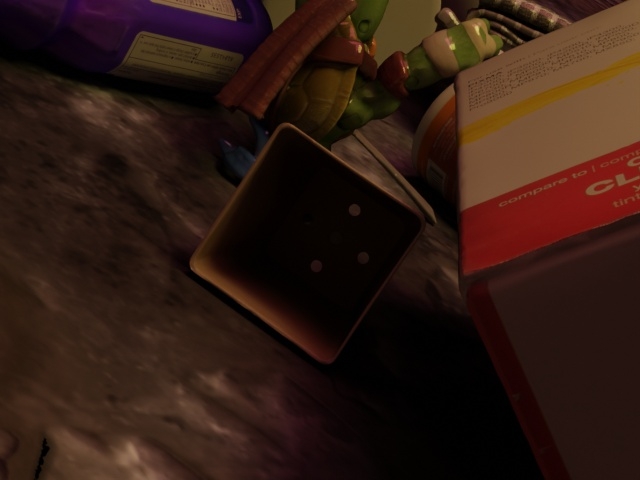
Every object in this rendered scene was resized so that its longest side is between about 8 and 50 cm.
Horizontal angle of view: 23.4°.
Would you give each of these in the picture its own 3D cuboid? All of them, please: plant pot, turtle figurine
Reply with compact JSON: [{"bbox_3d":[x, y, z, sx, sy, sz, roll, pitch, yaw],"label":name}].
[{"bbox_3d":[0.000,0.000,0.975,0.109,0.109,0.096,35,8,7],"label":"plant pot"},{"bbox_3d":[0.053,-0.146,1.182,0.274,0.266,0.198,2,-6,-7],"label":"turtle figurine"}]

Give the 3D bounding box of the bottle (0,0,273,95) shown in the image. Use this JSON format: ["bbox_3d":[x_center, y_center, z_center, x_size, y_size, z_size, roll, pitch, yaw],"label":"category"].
[{"bbox_3d":[-0.163,-0.176,1.143,0.283,0.092,0.118,5,33,-51],"label":"bottle"}]

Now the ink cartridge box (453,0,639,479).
[{"bbox_3d":[0.200,0.040,0.908,0.385,0.160,0.279,-80,145,-68],"label":"ink cartridge box"}]

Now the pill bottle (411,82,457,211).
[{"bbox_3d":[0.187,-0.040,1.294,0.216,0.121,0.121,45,24,30],"label":"pill bottle"}]

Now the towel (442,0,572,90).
[{"bbox_3d":[0.242,-0.155,1.519,0.235,0.121,0.283,28,1,3],"label":"towel"}]

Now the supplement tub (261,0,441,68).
[{"bbox_3d":[-0.018,-0.260,1.402,0.191,0.191,0.272,19,24,-31],"label":"supplement tub"}]

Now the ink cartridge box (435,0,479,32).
[{"bbox_3d":[0.077,-0.338,1.712,0.201,0.117,0.278,-16,44,-24],"label":"ink cartridge box"}]
